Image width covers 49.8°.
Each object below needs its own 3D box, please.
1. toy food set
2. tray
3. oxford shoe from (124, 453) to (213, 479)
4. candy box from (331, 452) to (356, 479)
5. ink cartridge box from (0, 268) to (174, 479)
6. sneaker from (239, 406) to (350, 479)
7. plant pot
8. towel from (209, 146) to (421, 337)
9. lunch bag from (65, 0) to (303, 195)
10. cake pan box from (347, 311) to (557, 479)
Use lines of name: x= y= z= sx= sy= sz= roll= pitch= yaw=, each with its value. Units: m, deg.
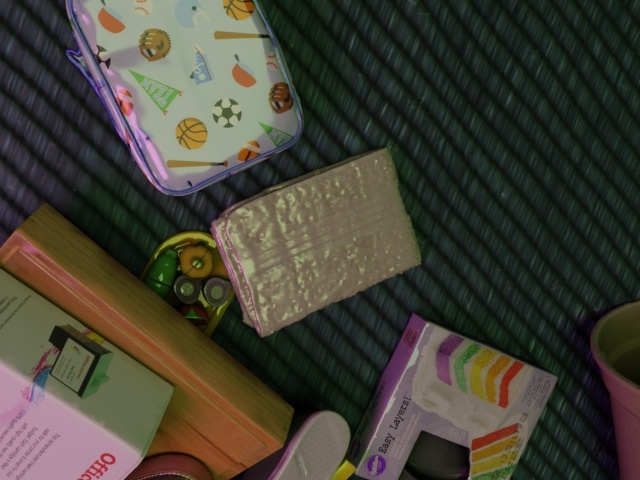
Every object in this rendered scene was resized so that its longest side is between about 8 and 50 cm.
toy food set: x=-0.194 y=0.094 z=0.938 sx=0.128 sy=0.071 sz=0.218 roll=28 pitch=92 yaw=-15
tray: x=-0.253 y=0.162 z=0.885 sx=0.411 sy=0.076 sz=0.203 roll=43 pitch=120 yaw=-14
oxford shoe: x=-0.302 y=0.396 z=0.893 sx=0.348 sy=0.130 sz=0.123 roll=-32 pitch=110 yaw=17
candy box: x=-0.039 y=0.375 z=0.998 sx=0.206 sy=0.105 sz=0.027 roll=-45 pitch=100 yaw=-3
ink cartridge box: x=-0.345 y=0.184 z=0.804 sx=0.278 sy=0.117 sz=0.201 roll=38 pitch=121 yaw=-12
sneaker: x=-0.087 y=0.351 z=0.950 sx=0.104 sy=0.147 sz=0.296 roll=46 pitch=70 yaw=-16
plant pot: x=0.580 y=0.290 z=1.033 sx=0.333 sy=0.334 sz=0.306 roll=-12 pitch=111 yaw=-10
towel: x=0.000 y=0.000 z=0.967 sx=0.282 sy=0.049 sz=0.187 roll=-22 pitch=104 yaw=-17
lunch bag: x=-0.174 y=-0.220 z=0.875 sx=0.243 sy=0.115 sz=0.303 roll=-25 pitch=104 yaw=-5
cake pan box: x=0.197 y=0.274 z=1.055 sx=0.245 sy=0.070 sz=0.267 roll=25 pitch=93 yaw=-13
